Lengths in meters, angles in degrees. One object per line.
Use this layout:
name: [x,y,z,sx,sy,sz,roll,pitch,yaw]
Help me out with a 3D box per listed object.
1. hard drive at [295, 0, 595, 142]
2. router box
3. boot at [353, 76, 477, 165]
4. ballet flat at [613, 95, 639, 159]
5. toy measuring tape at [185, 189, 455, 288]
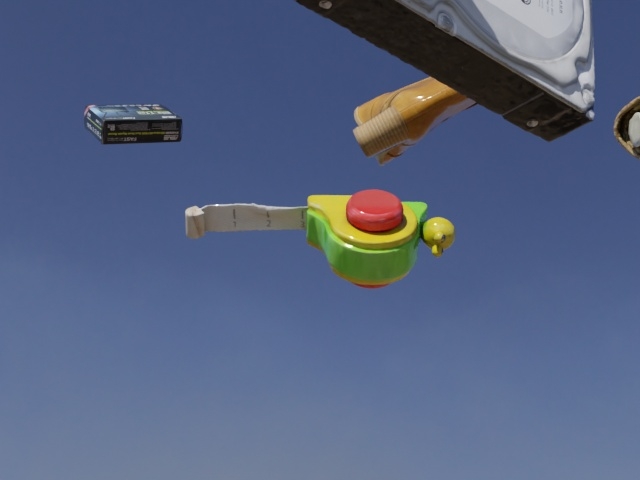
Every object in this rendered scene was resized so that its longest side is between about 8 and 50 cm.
hard drive: [0.103,-0.254,0.925,0.339,0.236,0.064,23,-33,-30]
router box: [-0.276,-0.172,1.590,0.123,0.038,0.092,-6,23,-28]
boot: [0.163,-0.204,1.688,0.211,0.104,0.295,-27,6,9]
ballet flat: [0.273,-0.073,0.774,0.067,0.073,0.206,-1,5,-11]
toy measuring tape: [0.000,0.000,1.299,0.330,0.121,0.121,0,-28,-2]
